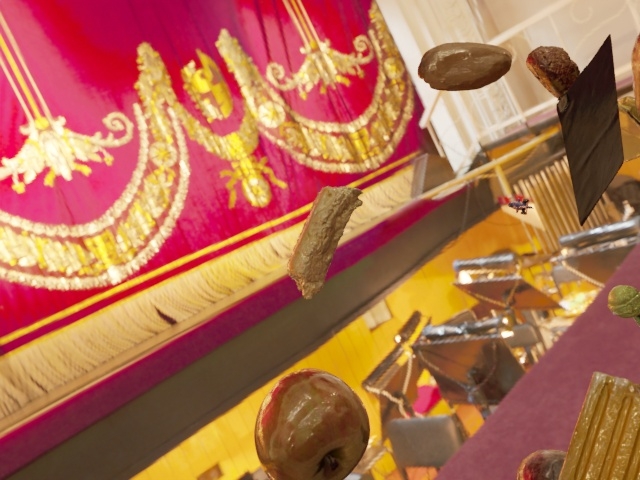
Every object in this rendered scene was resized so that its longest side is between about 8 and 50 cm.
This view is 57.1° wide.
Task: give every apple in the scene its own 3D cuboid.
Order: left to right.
[{"bbox_3d":[-0.025,0.405,1.281,0.257,0.256,0.234,-27,43,-13],"label":"apple"}]

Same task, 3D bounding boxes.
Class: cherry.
[{"bbox_3d":[0.641,0.664,1.615,0.195,0.195,0.195,-26,4,2],"label":"cherry"}]

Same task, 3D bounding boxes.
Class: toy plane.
[{"bbox_3d":[0.657,-0.111,1.928,0.062,0.054,0.167,6,7,-2],"label":"toy plane"}]

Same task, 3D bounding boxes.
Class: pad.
[{"bbox_3d":[0.305,-0.115,0.655,0.004,0.193,0.116,23,67,44],"label":"pad"}]

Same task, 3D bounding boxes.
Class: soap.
[{"bbox_3d":[0.523,0.363,1.035,0.140,0.073,0.231,13,74,42],"label":"soap"}]

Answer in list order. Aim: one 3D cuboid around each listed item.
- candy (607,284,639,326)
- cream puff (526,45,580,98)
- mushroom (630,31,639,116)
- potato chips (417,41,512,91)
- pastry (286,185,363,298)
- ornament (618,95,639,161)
[{"bbox_3d":[0.950,0.272,1.694,0.093,0.335,0.092,-37,-1,4],"label":"candy"},{"bbox_3d":[0.552,-0.397,1.374,0.084,0.149,0.149,-44,-3,23],"label":"cream puff"},{"bbox_3d":[0.902,-0.312,1.420,0.314,0.397,0.224,-3,38,4],"label":"mushroom"},{"bbox_3d":[0.315,-0.393,1.292,0.202,0.049,0.150,3,55,19],"label":"potato chips"},{"bbox_3d":[-0.001,-0.002,1.280,0.258,0.089,0.121,-64,15,-4],"label":"pastry"},{"bbox_3d":[0.896,-0.299,1.670,0.059,0.201,0.180,-34,47,-7],"label":"ornament"}]
